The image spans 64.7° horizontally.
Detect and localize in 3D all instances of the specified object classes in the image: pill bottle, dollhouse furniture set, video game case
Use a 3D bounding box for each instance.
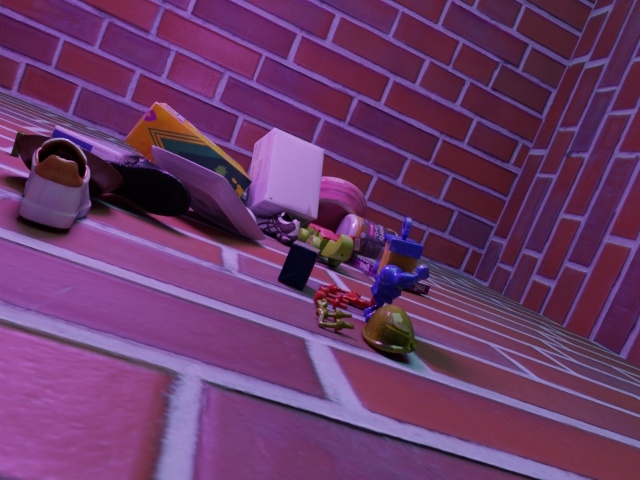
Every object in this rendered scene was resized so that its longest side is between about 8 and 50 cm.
[{"bbox_3d":[0.205,0.014,1.965,0.278,0.162,0.162,20,6,-20],"label":"pill bottle"},{"bbox_3d":[-0.653,-0.208,1.219,0.151,0.059,0.076,20,7,-26],"label":"dollhouse furniture set"},{"bbox_3d":[0.225,0.111,1.726,0.210,0.042,0.232,18,7,-34],"label":"video game case"}]

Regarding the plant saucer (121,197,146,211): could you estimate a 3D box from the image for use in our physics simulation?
[{"bbox_3d":[-0.423,-0.085,1.186,0.083,0.015,0.083,22,5,-2],"label":"plant saucer"}]

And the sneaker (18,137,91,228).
[{"bbox_3d":[-0.420,-0.104,0.833,0.105,0.123,0.290,18,4,-29],"label":"sneaker"}]

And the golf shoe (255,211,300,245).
[{"bbox_3d":[-0.135,-0.053,1.620,0.198,0.094,0.077,25,7,37],"label":"golf shoe"}]

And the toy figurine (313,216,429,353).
[{"bbox_3d":[0.113,0.051,0.956,0.191,0.217,0.362,22,5,1],"label":"toy figurine"}]

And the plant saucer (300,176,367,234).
[{"bbox_3d":[0.020,-0.109,2.017,0.332,0.332,0.084,20,48,-20],"label":"plant saucer"}]

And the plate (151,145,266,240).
[{"bbox_3d":[-0.297,-0.109,1.322,0.278,0.045,0.277,25,-21,29],"label":"plate"}]

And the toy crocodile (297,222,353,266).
[{"bbox_3d":[0.000,0.000,1.576,0.115,0.105,0.340,20,5,-21],"label":"toy crocodile"}]

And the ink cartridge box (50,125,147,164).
[{"bbox_3d":[-0.663,-0.265,1.688,0.324,0.072,0.330,23,2,1],"label":"ink cartridge box"}]

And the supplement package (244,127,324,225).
[{"bbox_3d":[-0.118,-0.201,1.691,0.204,0.262,0.145,18,-22,-31],"label":"supplement package"}]

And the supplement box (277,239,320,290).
[{"bbox_3d":[-0.043,0.049,1.043,0.056,0.083,0.083,23,6,2],"label":"supplement box"}]

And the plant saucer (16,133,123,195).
[{"bbox_3d":[-0.488,-0.134,0.978,0.198,0.036,0.199,11,-21,4],"label":"plant saucer"}]

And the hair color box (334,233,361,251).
[{"bbox_3d":[0.049,0.005,1.757,0.167,0.054,0.093,4,-2,22],"label":"hair color box"}]

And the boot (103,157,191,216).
[{"bbox_3d":[-0.384,-0.129,1.168,0.246,0.094,0.207,17,9,5],"label":"boot"}]

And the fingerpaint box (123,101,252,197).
[{"bbox_3d":[-0.444,-0.288,1.728,0.371,0.163,0.445,40,3,-20],"label":"fingerpaint box"}]

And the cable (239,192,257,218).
[{"bbox_3d":[-0.198,-0.104,1.887,0.257,0.089,0.257,27,8,35],"label":"cable"}]

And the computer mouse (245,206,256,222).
[{"bbox_3d":[-0.244,-0.084,1.433,0.193,0.042,0.106,25,-22,30],"label":"computer mouse"}]
